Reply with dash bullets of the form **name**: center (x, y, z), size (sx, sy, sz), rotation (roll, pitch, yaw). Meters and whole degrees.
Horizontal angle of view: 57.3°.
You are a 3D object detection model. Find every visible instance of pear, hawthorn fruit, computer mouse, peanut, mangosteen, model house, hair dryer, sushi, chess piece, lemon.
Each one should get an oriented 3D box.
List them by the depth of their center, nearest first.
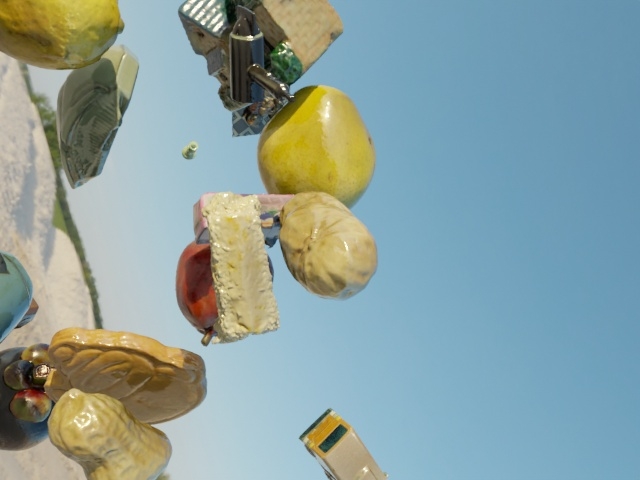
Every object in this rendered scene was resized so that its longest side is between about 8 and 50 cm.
- **lemon**: center (-0.523, -0.443, 1.117), size (0.233, 0.288, 0.234), rotation (-175, -90, -78)
- **peanut**: center (-0.396, 0.397, 1.118), size (0.291, 0.143, 0.159), rotation (60, 9, -46)
- **peanut**: center (0.000, 0.000, 1.216), size (0.170, 0.192, 0.387), rotation (-64, -162, 12)
- **hair dryer**: center (-0.115, -0.362, 1.224), size (0.248, 0.077, 0.196), rotation (43, -38, 41)
- **computer mouse**: center (-0.560, -0.303, 1.406), size (0.429, 0.145, 0.228), rotation (-47, -140, 42)
- **hawthorn fruit**: center (-0.265, 0.131, 1.557), size (0.265, 0.265, 0.307), rotation (114, -8, -58)
- **mangosteen**: center (-0.789, 0.405, 1.558), size (0.302, 0.275, 0.275), rotation (-39, -115, 33)
- **model house**: center (-0.187, -0.615, 1.636), size (0.343, 0.335, 0.382), rotation (50, -25, -25)
- **chess piece**: center (-0.376, -0.266, 1.708), size (0.093, 0.042, 0.042), rotation (-21, -95, 65)
- **pear**: center (-0.013, -0.250, 1.743), size (0.362, 0.362, 0.419), rotation (24, -75, 62)
- **sushi**: center (-0.205, -0.472, 2.090), size (0.047, 0.219, 0.231), rotation (-122, -152, -46)

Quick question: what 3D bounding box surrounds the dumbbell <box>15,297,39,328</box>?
- **dumbbell**: center (-0.747, 0.099, 1.353), size (0.231, 0.082, 0.092), rotation (51, -48, 9)

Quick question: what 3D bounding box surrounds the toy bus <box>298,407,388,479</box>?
- **toy bus**: center (0.050, 0.420, 1.116), size (0.103, 0.091, 0.182), rotation (19, -35, 56)

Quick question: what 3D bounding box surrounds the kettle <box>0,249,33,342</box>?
- **kettle**: center (-0.702, 0.156, 1.070), size (0.247, 0.342, 0.319), rotation (44, -49, 7)

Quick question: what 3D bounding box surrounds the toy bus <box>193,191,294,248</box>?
- **toy bus**: center (-0.171, -0.050, 1.404), size (0.090, 0.273, 0.112), rotation (-48, -127, 46)

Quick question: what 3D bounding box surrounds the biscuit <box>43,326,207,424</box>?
- **biscuit**: center (-0.423, 0.306, 1.255), size (0.312, 0.351, 0.057), rotation (-44, -148, 30)

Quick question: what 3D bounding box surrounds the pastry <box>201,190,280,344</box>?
- **pastry**: center (-0.133, 0.044, 0.997), size (0.089, 0.121, 0.259), rotation (8, -78, 61)
